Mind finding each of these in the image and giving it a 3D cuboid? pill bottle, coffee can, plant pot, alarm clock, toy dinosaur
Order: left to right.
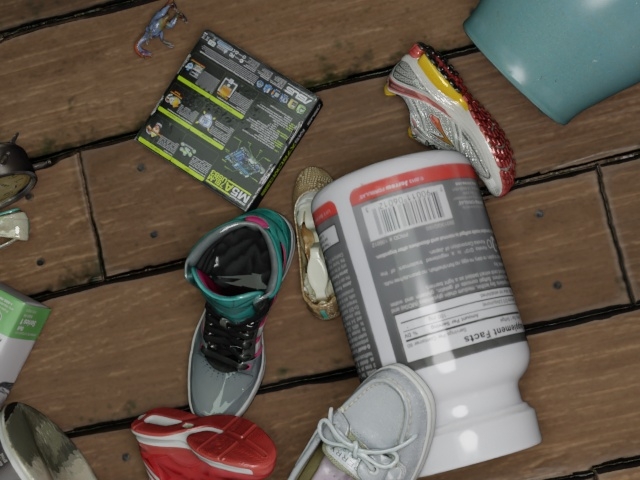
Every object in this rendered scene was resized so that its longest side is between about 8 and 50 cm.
[{"bbox_3d":[-0.470,-0.074,1.581,0.192,0.129,0.064,-32,78,13],"label":"alarm clock"},{"bbox_3d":[-0.437,0.368,1.483,0.275,0.201,0.201,-38,79,2],"label":"coffee can"},{"bbox_3d":[-0.226,-0.293,1.623,0.082,0.047,0.090,-30,46,14],"label":"toy dinosaur"},{"bbox_3d":[0.132,0.090,1.418,0.210,0.210,0.363,-17,81,7],"label":"pill bottle"},{"bbox_3d":[0.322,-0.290,1.421,0.255,0.271,0.272,-45,78,17],"label":"plant pot"}]

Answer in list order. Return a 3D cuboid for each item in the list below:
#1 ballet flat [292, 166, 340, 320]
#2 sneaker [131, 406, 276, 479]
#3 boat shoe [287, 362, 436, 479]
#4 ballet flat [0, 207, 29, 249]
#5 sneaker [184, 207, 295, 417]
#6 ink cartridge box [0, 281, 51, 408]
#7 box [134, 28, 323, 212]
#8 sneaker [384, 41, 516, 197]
[{"bbox_3d":[0.000,0.000,1.523,0.073,0.067,0.206,-11,81,9],"label":"ballet flat"},{"bbox_3d":[-0.137,0.292,1.481,0.221,0.087,0.128,11,121,39],"label":"sneaker"},{"bbox_3d":[0.019,0.278,1.330,0.118,0.103,0.320,43,114,19],"label":"boat shoe"},{"bbox_3d":[-0.483,-0.002,1.612,0.168,0.057,0.052,-13,91,8],"label":"ballet flat"},{"bbox_3d":[-0.113,0.095,1.473,0.123,0.178,0.296,14,86,11],"label":"sneaker"},{"bbox_3d":[-0.491,0.152,1.573,0.160,0.092,0.219,26,87,12],"label":"ink cartridge box"},{"bbox_3d":[-0.123,-0.160,1.576,0.190,0.045,0.184,32,91,11],"label":"box"},{"bbox_3d":[0.170,-0.146,1.515,0.092,0.088,0.225,-41,78,23],"label":"sneaker"}]
